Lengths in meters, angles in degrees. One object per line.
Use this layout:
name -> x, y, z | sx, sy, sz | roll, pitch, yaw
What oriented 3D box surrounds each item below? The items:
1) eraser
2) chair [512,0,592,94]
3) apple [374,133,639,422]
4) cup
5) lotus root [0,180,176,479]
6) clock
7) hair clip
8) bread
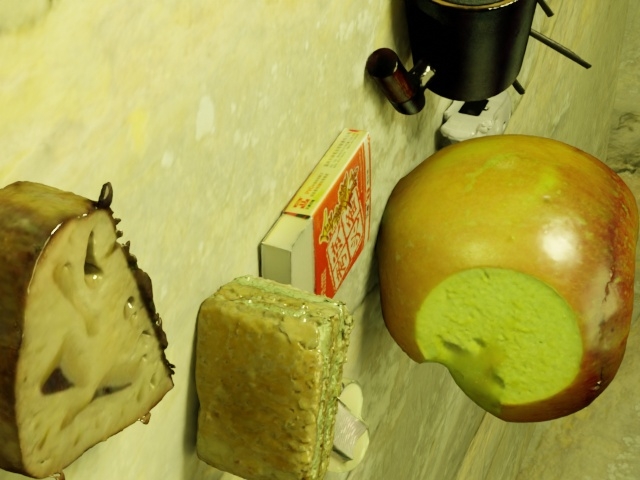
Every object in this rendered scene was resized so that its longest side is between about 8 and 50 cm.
eraser -> 0.000, 0.000, 1.301 | 0.230, 0.038, 0.157 | -56, 153, -46
chair -> 0.282, -0.358, 1.676 | 0.247, 0.172, 0.158 | 35, 63, -23
apple -> 0.245, 0.049, 1.574 | 0.374, 0.374, 0.384 | 9, 89, -71
cup -> 0.147, -0.267, 1.428 | 0.177, 0.239, 0.166 | 84, -15, -57
lotus root -> -0.177, 0.076, 0.803 | 0.260, 0.074, 0.170 | 85, 27, -47
clock -> 0.232, -0.157, 1.776 | 0.176, 0.080, 0.117 | -54, 151, -45
hair clip -> 0.008, 0.235, 1.446 | 0.159, 0.071, 0.218 | -63, 152, -17
bread -> -0.049, 0.141, 1.118 | 0.102, 0.138, 0.196 | -25, 128, -61
